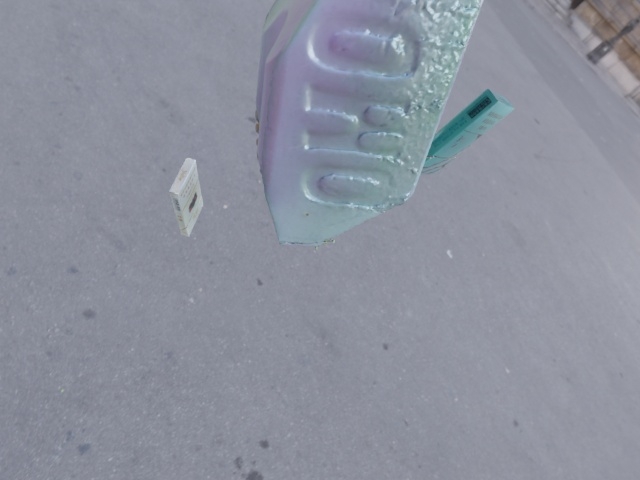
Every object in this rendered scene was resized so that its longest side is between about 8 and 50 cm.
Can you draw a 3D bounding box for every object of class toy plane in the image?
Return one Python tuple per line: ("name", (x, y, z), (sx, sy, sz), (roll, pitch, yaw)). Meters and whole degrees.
("toy plane", (0.000, 0.000, 1.366), (0.111, 0.102, 0.041), (-40, 126, -64))

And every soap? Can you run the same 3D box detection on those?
("soap", (0.039, -0.201, 0.679), (0.261, 0.447, 0.156), (3, 40, -14))

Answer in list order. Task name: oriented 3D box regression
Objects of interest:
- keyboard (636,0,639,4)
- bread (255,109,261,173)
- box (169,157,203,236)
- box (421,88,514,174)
("keyboard", (0.467, -0.396, 0.692), (0.230, 0.025, 0.094), (43, 31, -2))
("bread", (-0.138, -0.288, 1.267), (0.081, 0.134, 0.225), (-6, 101, -16))
("box", (-0.280, -0.087, 0.968), (0.024, 0.167, 0.090), (16, 60, 1))
("box", (0.302, -0.228, 1.009), (0.162, 0.229, 0.042), (-13, 67, -56))
